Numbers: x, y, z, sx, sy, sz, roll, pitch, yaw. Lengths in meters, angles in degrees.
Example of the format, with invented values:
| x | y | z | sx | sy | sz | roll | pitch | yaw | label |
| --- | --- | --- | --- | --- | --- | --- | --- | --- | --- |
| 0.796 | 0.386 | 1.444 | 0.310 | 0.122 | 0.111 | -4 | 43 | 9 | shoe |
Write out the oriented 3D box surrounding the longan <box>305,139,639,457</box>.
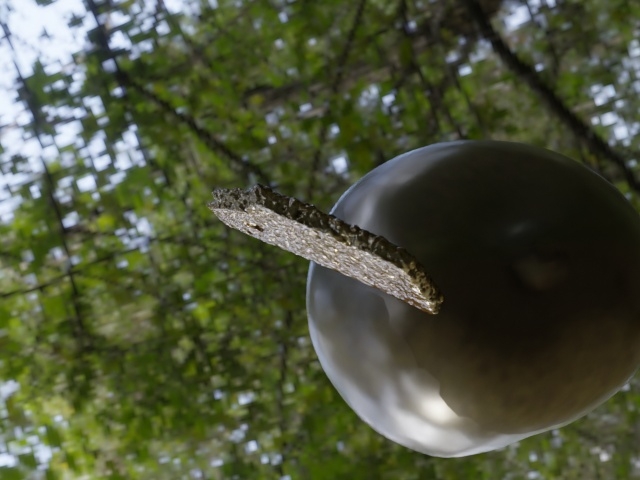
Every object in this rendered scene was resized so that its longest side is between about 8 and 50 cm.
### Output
| x | y | z | sx | sy | sz | roll | pitch | yaw | label |
| --- | --- | --- | --- | --- | --- | --- | --- | --- | --- |
| 0.165 | 0.056 | 1.499 | 0.361 | 0.361 | 0.361 | 31 | -130 | -47 | longan |

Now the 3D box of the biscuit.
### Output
| x | y | z | sx | sy | sz | roll | pitch | yaw | label |
| --- | --- | --- | --- | --- | --- | --- | --- | --- | --- |
| -0.007 | -0.006 | 1.256 | 0.026 | 0.237 | 0.131 | -60 | -27 | -12 | biscuit |
